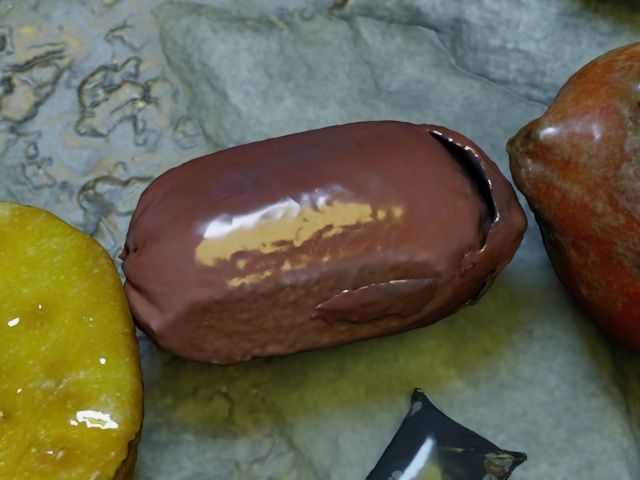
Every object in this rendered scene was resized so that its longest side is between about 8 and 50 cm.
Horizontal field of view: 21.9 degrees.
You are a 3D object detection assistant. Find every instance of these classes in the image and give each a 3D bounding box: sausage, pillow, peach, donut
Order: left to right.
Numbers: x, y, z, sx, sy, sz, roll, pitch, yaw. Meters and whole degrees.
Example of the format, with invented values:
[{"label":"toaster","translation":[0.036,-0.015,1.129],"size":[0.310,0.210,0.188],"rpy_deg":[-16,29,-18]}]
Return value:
[{"label":"donut","translation":[-0.244,0.116,1.059],"size":[0.303,0.110,0.303],"rpy_deg":[-4,51,5]},{"label":"sausage","translation":[0.000,0.000,1.132],"size":[0.279,0.152,0.152],"rpy_deg":[-11,78,-9]},{"label":"pillow","translation":[0.065,0.185,1.148],"size":[0.090,0.048,0.150],"rpy_deg":[36,78,1]},{"label":"peach","translation":[0.246,-0.036,1.122],"size":[0.256,0.232,0.232],"rpy_deg":[10,75,-25]}]
